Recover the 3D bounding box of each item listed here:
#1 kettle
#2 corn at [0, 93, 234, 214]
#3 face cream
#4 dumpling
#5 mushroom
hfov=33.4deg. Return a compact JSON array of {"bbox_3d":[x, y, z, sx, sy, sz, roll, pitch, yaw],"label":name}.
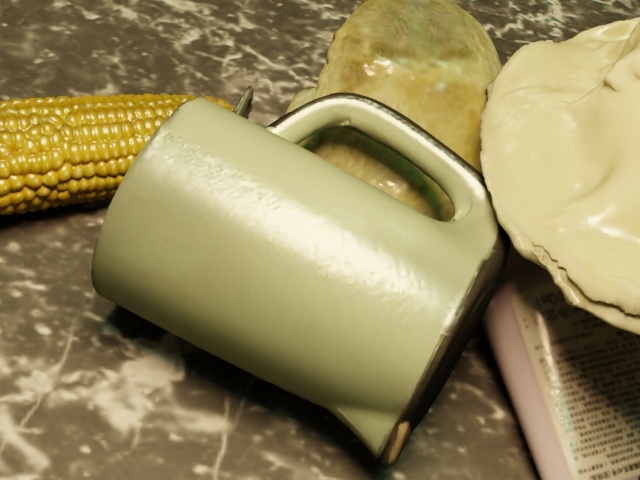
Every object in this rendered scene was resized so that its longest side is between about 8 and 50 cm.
[{"bbox_3d":[0.000,0.000,0.771,0.255,0.165,0.240,26,72,11],"label":"kettle"},{"bbox_3d":[-0.191,-0.074,0.863,0.260,0.091,0.091,-11,30,-27],"label":"corn"},{"bbox_3d":[0.196,0.099,0.808,0.154,0.096,0.273,-11,65,-27],"label":"face cream"},{"bbox_3d":[0.273,-0.064,0.806,0.316,0.233,0.395,25,51,26],"label":"dumpling"},{"bbox_3d":[0.078,-0.108,0.911,0.190,0.164,0.267,29,47,14],"label":"mushroom"}]
